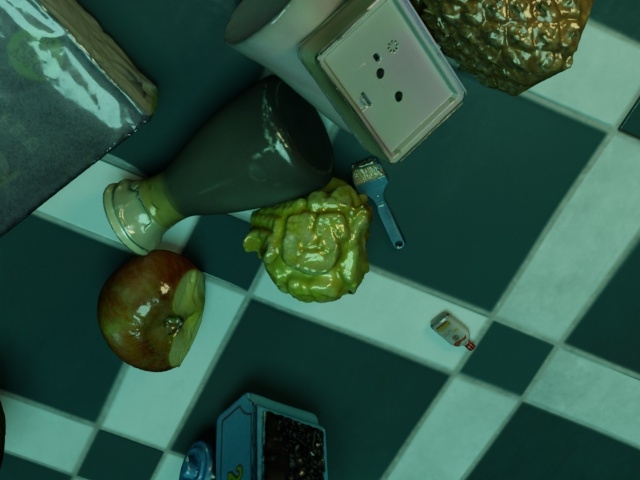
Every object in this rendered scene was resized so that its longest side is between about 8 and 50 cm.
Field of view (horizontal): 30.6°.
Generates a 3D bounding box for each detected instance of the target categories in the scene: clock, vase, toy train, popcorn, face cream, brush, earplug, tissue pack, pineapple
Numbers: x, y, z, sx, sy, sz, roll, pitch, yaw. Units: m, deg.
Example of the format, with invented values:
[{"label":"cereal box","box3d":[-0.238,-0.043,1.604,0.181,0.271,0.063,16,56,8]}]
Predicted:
[{"label":"clock","box3d":[0.082,-0.215,1.505,0.147,0.071,0.192,-44,122,-8]},{"label":"vase","box3d":[-0.155,-0.097,1.689,0.321,0.173,0.173,-24,118,23]},{"label":"toy train","box3d":[-0.107,0.418,1.917,0.188,0.300,0.265,22,134,-27]},{"label":"popcorn","box3d":[-0.001,0.000,1.732,0.167,0.187,0.185,14,144,39]},{"label":"face cream","box3d":[0.218,0.150,1.897,0.083,0.021,0.040,39,116,-20]},{"label":"brush","box3d":[0.094,-0.053,1.783,0.051,0.014,0.164,-19,120,15]},{"label":"earplug","box3d":[0.035,-0.237,1.600,0.172,0.172,0.301,-38,120,22]},{"label":"tissue pack","box3d":[-0.466,-0.181,1.661,0.394,0.124,0.288,-34,114,20]},{"label":"pineapple","box3d":[0.167,-0.343,1.506,0.362,0.202,0.202,30,118,-7]}]

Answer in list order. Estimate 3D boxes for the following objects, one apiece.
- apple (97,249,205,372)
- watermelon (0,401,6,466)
[{"label":"apple","box3d":[-0.262,0.108,1.802,0.160,0.173,0.195,2,118,-2]},{"label":"watermelon","box3d":[-0.685,0.327,1.863,0.363,0.363,0.363,1,121,2]}]
